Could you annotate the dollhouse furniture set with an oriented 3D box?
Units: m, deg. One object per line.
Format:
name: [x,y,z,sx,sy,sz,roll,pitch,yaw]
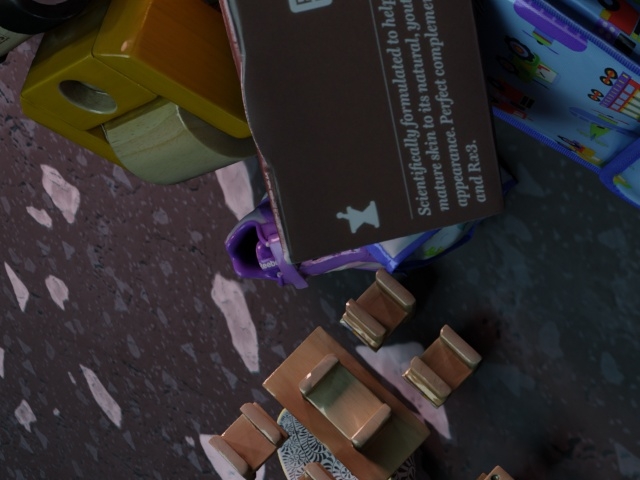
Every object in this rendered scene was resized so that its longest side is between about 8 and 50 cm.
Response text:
dollhouse furniture set: [0.061,0.189,1.130,0.242,0.212,0.161,43,171,13]

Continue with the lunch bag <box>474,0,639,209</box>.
lunch bag: [0.230,-0.080,0.758,0.293,0.138,0.221,42,173,7]

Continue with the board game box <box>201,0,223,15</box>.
board game box: [-0.127,-0.241,1.185,0.154,0.026,0.103,-7,109,51]

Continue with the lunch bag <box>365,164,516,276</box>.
lunch bag: [0.057,-0.045,0.997,0.129,0.151,0.096,47,128,14]

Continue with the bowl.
bowl: [0.041,0.217,1.268,0.170,0.080,0.170,28,134,34]

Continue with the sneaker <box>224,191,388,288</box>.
sneaker: [0.000,0.000,1.145,0.236,0.104,0.095,-3,111,49]

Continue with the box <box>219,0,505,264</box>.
box: [0.002,-0.154,0.842,0.381,0.143,0.191,-104,1,-66]

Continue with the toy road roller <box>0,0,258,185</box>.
toy road roller: [-0.175,-0.222,1.109,0.329,0.241,0.202,32,154,-29]
